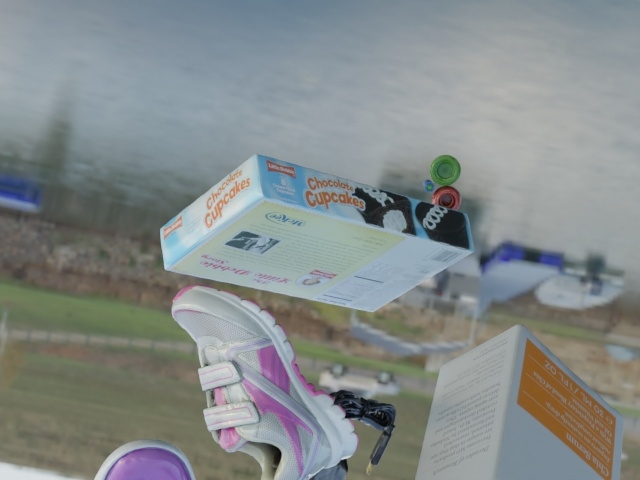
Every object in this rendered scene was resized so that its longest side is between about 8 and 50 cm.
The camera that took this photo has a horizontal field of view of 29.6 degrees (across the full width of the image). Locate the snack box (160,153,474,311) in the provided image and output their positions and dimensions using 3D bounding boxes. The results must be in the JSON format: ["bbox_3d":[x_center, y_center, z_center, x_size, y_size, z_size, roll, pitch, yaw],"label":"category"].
[{"bbox_3d":[0.000,0.000,1.403,0.322,0.060,0.187,14,146,-39],"label":"snack box"}]

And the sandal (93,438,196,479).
[{"bbox_3d":[-0.263,0.480,1.821,0.169,0.416,0.102,-5,-149,-26],"label":"sandal"}]

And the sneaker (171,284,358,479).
[{"bbox_3d":[-0.074,0.157,1.258,0.252,0.111,0.103,50,148,-3],"label":"sneaker"}]

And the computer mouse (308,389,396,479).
[{"bbox_3d":[0.006,0.315,1.619,0.060,0.262,0.184,24,-174,34],"label":"computer mouse"}]

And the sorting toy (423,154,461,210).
[{"bbox_3d":[0.200,-0.094,2.000,0.061,0.102,0.042,-3,-166,-1],"label":"sorting toy"}]

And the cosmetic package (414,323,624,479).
[{"bbox_3d":[0.246,0.354,1.553,0.230,0.453,0.161,41,130,-19],"label":"cosmetic package"}]
